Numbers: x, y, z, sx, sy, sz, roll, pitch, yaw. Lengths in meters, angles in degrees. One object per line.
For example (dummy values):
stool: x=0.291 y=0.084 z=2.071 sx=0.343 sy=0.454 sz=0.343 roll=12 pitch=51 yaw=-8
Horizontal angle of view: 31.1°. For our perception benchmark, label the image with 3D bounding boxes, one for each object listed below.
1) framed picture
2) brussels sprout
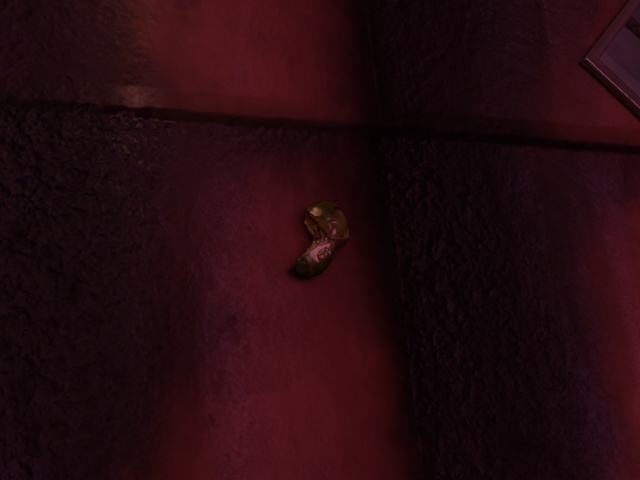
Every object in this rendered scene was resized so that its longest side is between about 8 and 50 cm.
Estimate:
framed picture: x=0.484 y=-0.193 z=1.469 sx=0.289 sy=0.016 sz=0.213 roll=43 pitch=60 yaw=-3
brussels sprout: x=0.001 y=0.001 z=1.172 sx=0.051 sy=0.046 sz=0.083 roll=5 pitch=69 yaw=25
